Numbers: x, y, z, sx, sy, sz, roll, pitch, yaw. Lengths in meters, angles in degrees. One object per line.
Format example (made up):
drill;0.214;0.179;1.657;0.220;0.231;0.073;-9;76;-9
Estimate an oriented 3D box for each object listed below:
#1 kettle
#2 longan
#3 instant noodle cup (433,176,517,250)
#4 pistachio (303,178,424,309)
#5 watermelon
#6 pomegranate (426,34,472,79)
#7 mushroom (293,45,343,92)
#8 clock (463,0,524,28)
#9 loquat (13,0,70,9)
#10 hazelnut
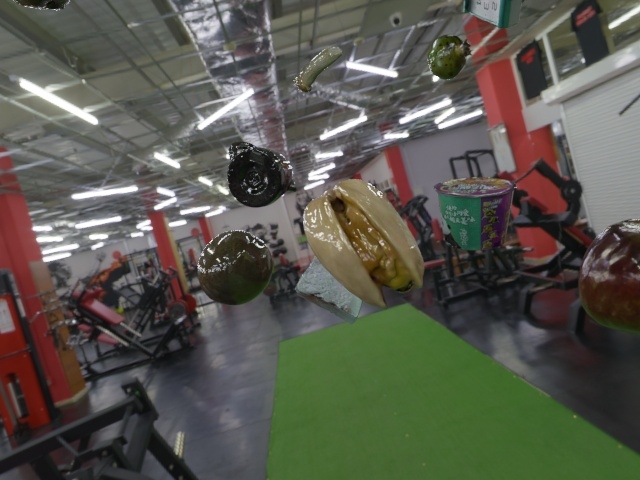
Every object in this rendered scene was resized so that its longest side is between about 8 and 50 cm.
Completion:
kettle;-0.212;-0.246;1.588;0.251;0.207;0.271;12;17;15
longan;-0.350;0.117;1.759;0.320;0.318;0.319;-16;2;1
instant noodle cup;0.499;-0.087;1.398;0.252;0.189;0.251;-6;20;2
pistachio;0.067;0.004;0.702;0.158;0.229;0.157;-30;-23;-14
watermelon;0.006;0.107;1.323;0.214;0.319;0.290;-14;-2;-22
pomegranate;0.382;-0.546;1.275;0.131;0.130;0.130;-16;2;1
mushroom;-0.011;-0.636;1.583;0.209;0.084;0.071;-37;-44;26
clock;0.504;-0.764;1.200;0.116;0.262;0.231;-17;41;-4
loquat;-0.656;-0.657;0.960;0.214;0.213;0.246;-17;-32;-22
hazelnut;0.567;0.072;0.718;0.234;0.217;0.218;3;8;16
